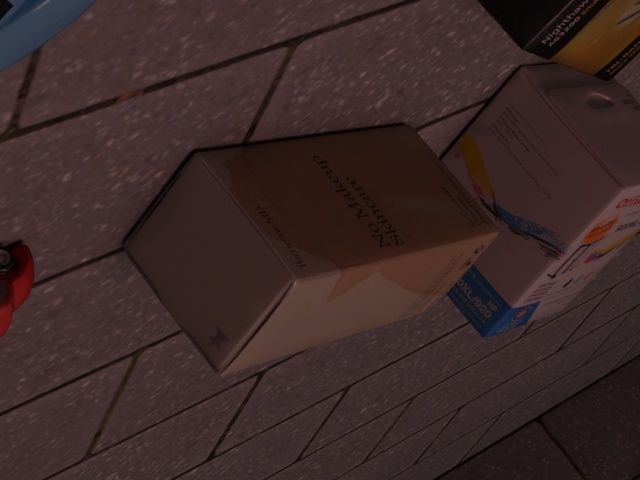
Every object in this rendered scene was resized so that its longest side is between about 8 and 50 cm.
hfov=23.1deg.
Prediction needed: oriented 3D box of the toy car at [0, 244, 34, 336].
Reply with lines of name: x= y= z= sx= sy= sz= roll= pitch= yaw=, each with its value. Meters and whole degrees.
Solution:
toy car: x=-0.322 y=0.090 z=1.095 sx=0.225 sy=0.053 sz=0.239 roll=-44 pitch=161 yaw=18

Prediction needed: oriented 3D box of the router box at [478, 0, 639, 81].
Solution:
router box: x=0.295 y=-0.278 z=1.324 sx=0.309 sy=0.081 sz=0.243 roll=-45 pitch=160 yaw=20

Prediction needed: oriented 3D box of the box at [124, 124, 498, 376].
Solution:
box: x=0.000 y=0.000 z=1.343 sx=0.311 sy=0.148 sz=0.121 roll=-14 pitch=150 yaw=-54

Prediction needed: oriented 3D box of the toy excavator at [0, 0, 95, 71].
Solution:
toy excavator: x=-0.104 y=-0.206 z=0.618 sx=0.433 sy=0.222 sz=0.445 roll=-44 pitch=175 yaw=18

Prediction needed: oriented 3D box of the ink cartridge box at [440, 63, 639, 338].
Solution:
ink cartridge box: x=0.229 y=-0.046 z=1.620 sx=0.171 sy=0.168 sz=0.233 roll=-13 pitch=149 yaw=-51
